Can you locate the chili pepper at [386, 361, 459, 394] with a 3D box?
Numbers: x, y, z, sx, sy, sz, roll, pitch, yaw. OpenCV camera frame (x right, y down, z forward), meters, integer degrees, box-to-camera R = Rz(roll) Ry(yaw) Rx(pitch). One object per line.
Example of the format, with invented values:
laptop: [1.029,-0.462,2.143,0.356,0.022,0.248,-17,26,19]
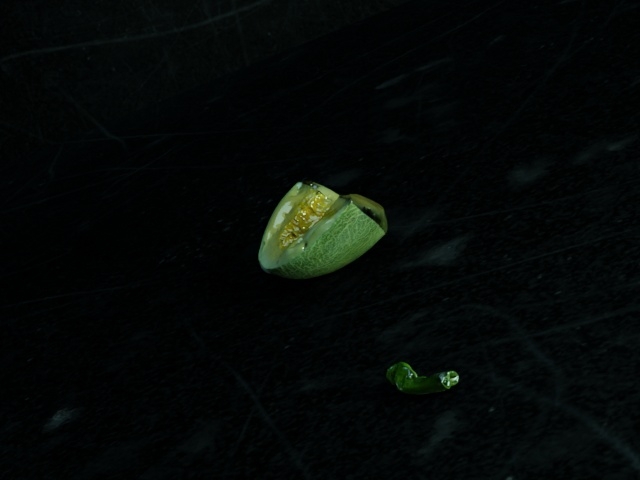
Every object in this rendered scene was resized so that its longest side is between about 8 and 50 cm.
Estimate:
chili pepper: [0.077,0.113,1.292,0.083,0.022,0.027,3,65,54]

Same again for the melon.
melon: [0.000,0.000,1.640,0.128,0.079,0.160,-45,22,-7]
